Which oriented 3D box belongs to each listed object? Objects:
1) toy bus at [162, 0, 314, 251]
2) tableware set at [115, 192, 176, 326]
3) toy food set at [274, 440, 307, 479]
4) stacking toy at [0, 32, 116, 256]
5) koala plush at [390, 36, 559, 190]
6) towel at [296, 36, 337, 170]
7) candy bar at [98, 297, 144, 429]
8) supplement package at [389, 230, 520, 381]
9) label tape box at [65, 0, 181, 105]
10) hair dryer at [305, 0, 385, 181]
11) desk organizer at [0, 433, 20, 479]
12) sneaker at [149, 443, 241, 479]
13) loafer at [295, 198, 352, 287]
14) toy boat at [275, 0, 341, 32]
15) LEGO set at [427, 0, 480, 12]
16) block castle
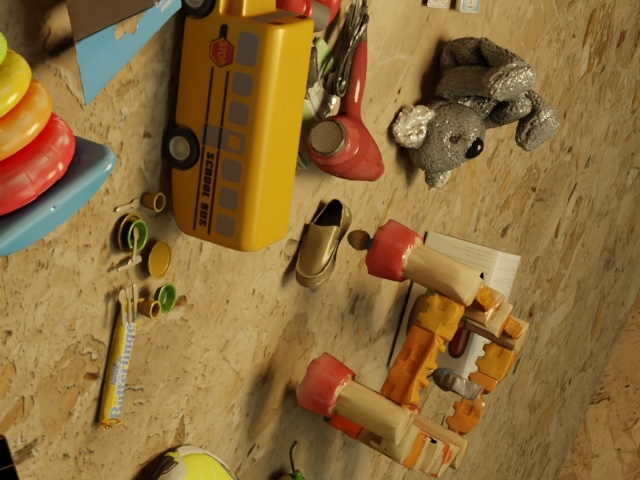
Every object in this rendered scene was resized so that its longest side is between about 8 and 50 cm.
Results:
[{"bbox_3d":[-0.092,-0.165,1.662,0.108,0.130,0.332,-25,128,-58],"label":"toy bus"},{"bbox_3d":[-0.195,0.020,1.676,0.104,0.024,0.154,-29,123,-56],"label":"tableware set"},{"bbox_3d":[-0.059,0.411,2.198,0.192,0.039,0.132,-54,149,-34],"label":"toy food set"},{"bbox_3d":[-0.318,-0.146,1.225,0.175,0.166,0.301,-41,130,-30],"label":"stacking toy"},{"bbox_3d":[0.218,-0.190,2.270,0.221,0.203,0.196,-48,142,-4],"label":"koala plush"},{"bbox_3d":[-0.013,-0.180,1.941,0.152,0.023,0.113,-65,154,-17],"label":"towel"},{"bbox_3d":[-0.234,0.143,1.701,0.040,0.018,0.161,-8,112,-62],"label":"candy bar"},{"bbox_3d":[0.232,0.121,2.488,0.134,0.139,0.244,10,96,-66],"label":"supplement package"},{"bbox_3d":[-0.159,-0.325,1.381,0.240,0.106,0.333,-59,148,-51],"label":"label tape box"},{"bbox_3d":[0.050,-0.187,1.952,0.223,0.080,0.293,-53,147,-40],"label":"hair dryer"},{"bbox_3d":[-0.344,0.251,1.506,0.047,0.050,0.130,-50,147,-39],"label":"desk organizer"},{"bbox_3d":[-0.113,0.380,1.942,0.145,0.147,0.384,-65,150,-13],"label":"sneaker"},{"bbox_3d":[0.000,0.000,2.048,0.050,0.056,0.148,71,33,-50],"label":"loafer"},{"bbox_3d":[0.026,-0.360,1.757,0.151,0.151,0.231,3,103,-64],"label":"toy boat"},{"bbox_3d":[0.219,-0.439,2.213,0.244,0.060,0.182,-12,113,-61],"label":"LEGO set"},{"bbox_3d":[0.130,0.168,2.187,0.303,0.213,0.453,-63,158,-4],"label":"block castle"}]
